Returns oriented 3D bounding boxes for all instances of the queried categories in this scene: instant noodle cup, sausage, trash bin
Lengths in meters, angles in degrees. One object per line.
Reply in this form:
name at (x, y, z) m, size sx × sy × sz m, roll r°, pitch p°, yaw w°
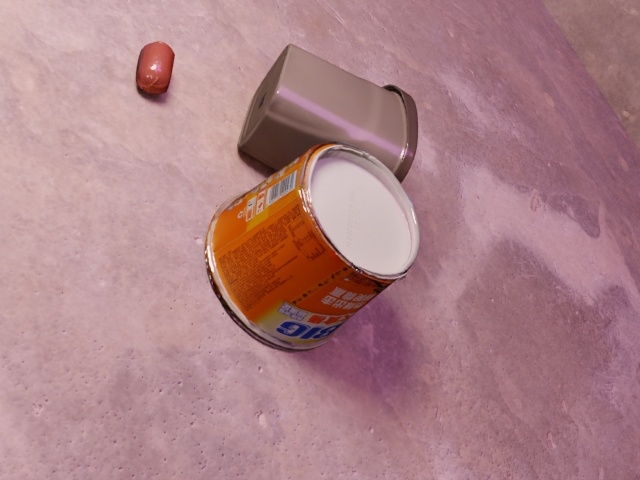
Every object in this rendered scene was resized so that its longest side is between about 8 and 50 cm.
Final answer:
instant noodle cup at (0.000, 0.000, 1.119) m, size 0.296 × 0.214 × 0.296 m, roll 23°, pitch 50°, yaw -31°
sausage at (-0.267, -0.280, 1.178) m, size 0.054 × 0.059 × 0.094 m, roll 14°, pitch 59°, yaw -20°
trash bin at (0.008, -0.191, 1.269) m, size 0.250 × 0.220 × 0.219 m, roll 25°, pitch 48°, yaw -19°
